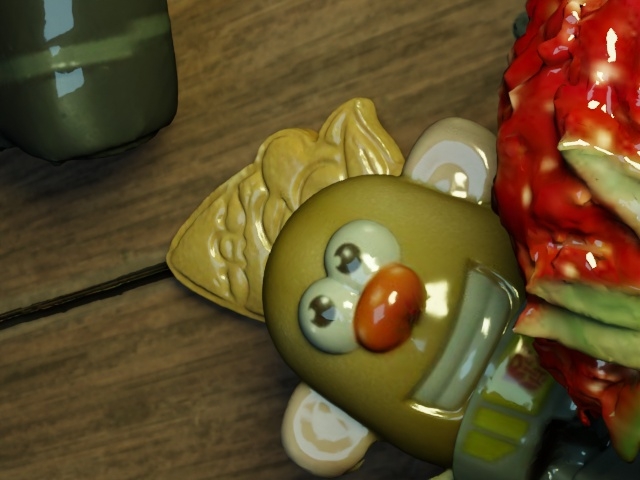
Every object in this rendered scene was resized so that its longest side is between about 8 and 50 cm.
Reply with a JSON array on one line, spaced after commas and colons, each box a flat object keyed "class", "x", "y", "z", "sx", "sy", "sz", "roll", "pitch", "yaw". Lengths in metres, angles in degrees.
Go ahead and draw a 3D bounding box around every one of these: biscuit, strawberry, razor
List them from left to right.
[{"class": "razor", "x": -0.178, "y": -0.224, "z": 1.143, "sx": 0.204, "sy": 0.113, "sz": 0.349, "roll": 7, "pitch": 104, "yaw": 55}, {"class": "biscuit", "x": 0.000, "y": 0.000, "z": 1.133, "sx": 0.250, "sy": 0.035, "sz": 0.162, "roll": -9, "pitch": 90, "yaw": 38}, {"class": "strawberry", "x": 0.197, "y": -0.069, "z": 0.823, "sx": 0.292, "sy": 0.343, "sz": 0.292, "roll": -1, "pitch": 128, "yaw": -1}]

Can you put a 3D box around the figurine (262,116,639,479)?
[{"class": "figurine", "x": 0.097, "y": 0.063, "z": 0.983, "sx": 0.285, "sy": 0.167, "sz": 0.342, "roll": 31, "pitch": 71, "yaw": 23}]
